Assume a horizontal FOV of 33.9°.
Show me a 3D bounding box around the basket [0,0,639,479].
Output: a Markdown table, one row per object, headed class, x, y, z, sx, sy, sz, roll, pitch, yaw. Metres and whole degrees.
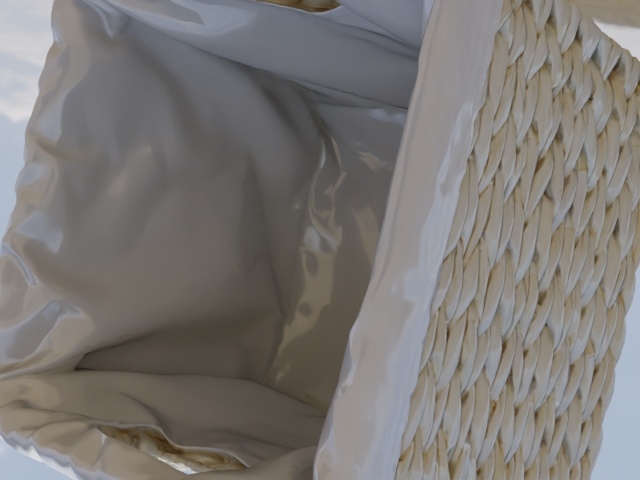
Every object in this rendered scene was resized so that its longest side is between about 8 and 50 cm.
| class | x | y | z | sx | sy | sz | roll | pitch | yaw |
| --- | --- | --- | --- | --- | --- | --- | --- | --- | --- |
| basket | 0.000 | 0.000 | 0.659 | 0.328 | 0.331 | 0.266 | 8 | 175 | 43 |
